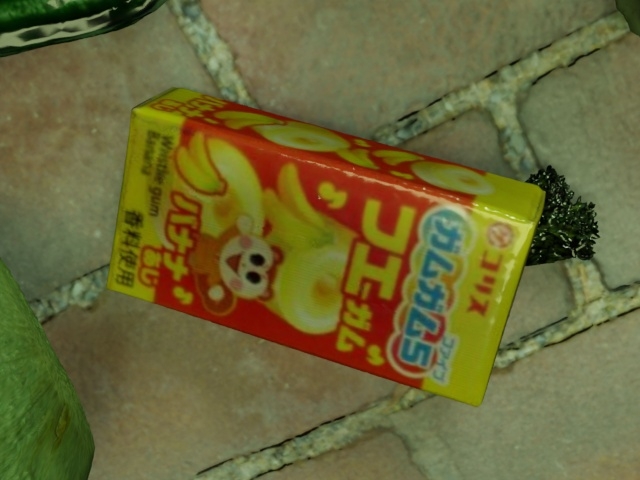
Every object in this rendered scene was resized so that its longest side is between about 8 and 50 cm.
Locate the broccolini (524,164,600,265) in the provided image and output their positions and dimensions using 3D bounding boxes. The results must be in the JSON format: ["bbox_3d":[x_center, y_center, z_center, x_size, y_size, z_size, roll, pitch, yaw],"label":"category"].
[{"bbox_3d":[0.102,0.001,0.756,0.201,0.058,0.073,-14,96,25],"label":"broccolini"}]

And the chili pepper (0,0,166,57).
[{"bbox_3d":[-0.209,-0.217,0.627,0.385,0.167,0.213,-28,122,1],"label":"chili pepper"}]

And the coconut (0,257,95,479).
[{"bbox_3d":[-0.335,0.151,0.711,0.329,0.281,0.328,-18,134,-20],"label":"coconut"}]

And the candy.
[{"bbox_3d":[0.000,0.000,0.703,0.276,0.088,0.146,18,111,9],"label":"candy"}]

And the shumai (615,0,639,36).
[{"bbox_3d":[0.210,-0.249,0.496,0.292,0.330,0.288,-34,93,-28],"label":"shumai"}]
